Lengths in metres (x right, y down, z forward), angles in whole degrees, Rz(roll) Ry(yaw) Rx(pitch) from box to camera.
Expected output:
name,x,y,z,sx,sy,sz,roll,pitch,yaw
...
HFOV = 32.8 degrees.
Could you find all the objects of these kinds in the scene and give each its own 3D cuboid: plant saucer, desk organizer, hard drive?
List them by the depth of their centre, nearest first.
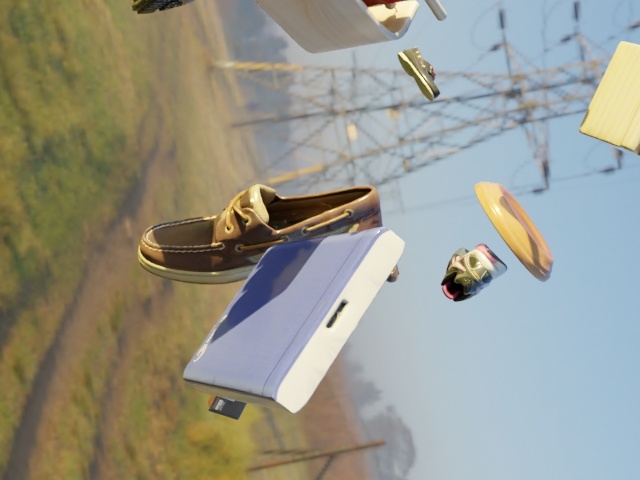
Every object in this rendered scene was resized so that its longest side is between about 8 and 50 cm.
name,x,y,z,sx,sy,sz,roll,pitch,yaw
hard drive,-0.042,0.086,1.224,0.040,0.210,0.319,39,-17,-16
desk organizer,-0.109,0.173,1.484,0.130,0.047,0.050,-63,-159,14
plant saucer,0.330,-0.021,1.817,0.200,0.037,0.200,47,17,-19

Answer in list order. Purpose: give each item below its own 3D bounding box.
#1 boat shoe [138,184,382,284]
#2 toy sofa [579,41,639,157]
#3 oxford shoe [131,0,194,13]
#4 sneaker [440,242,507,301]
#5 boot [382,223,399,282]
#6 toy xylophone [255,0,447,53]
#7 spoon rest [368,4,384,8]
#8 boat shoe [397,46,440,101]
name,x,y,z,sx,sy,sz,roll,pitch,yaw
boat shoe,-0.084,-0.024,1.480,0.123,0.342,0.123,-84,170,-57
toy sofa,0.572,-0.148,1.592,0.177,0.363,0.150,34,-78,54
oxford shoe,-0.208,-0.338,1.373,0.227,0.083,0.096,-140,-143,-68
sneaker,0.202,0.054,1.569,0.072,0.077,0.178,50,-12,8
boot,0.088,0.018,1.628,0.118,0.042,0.087,-83,151,-79
toy xylophone,0.005,-0.301,1.146,0.322,0.236,0.081,46,53,-52
spoon rest,0.113,-0.407,1.504,0.084,0.137,0.276,37,57,-30
boat shoe,0.175,-0.287,1.855,0.049,0.042,0.133,70,-4,-45
